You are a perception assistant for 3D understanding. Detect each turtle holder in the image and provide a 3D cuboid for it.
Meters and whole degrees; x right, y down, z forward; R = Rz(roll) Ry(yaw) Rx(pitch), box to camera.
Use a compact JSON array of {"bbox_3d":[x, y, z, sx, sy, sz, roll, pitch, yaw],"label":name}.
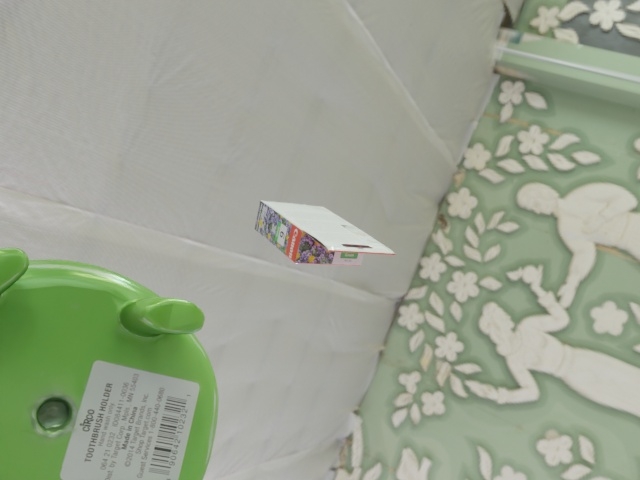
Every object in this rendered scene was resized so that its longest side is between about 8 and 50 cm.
[{"bbox_3d":[-0.254,0.148,0.498,0.320,0.227,0.244,-13,-95,-30],"label":"turtle holder"}]

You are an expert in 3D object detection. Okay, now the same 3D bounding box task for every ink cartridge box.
[{"bbox_3d":[0.000,0.000,0.489,0.062,0.115,0.029,4,-71,-32],"label":"ink cartridge box"}]
